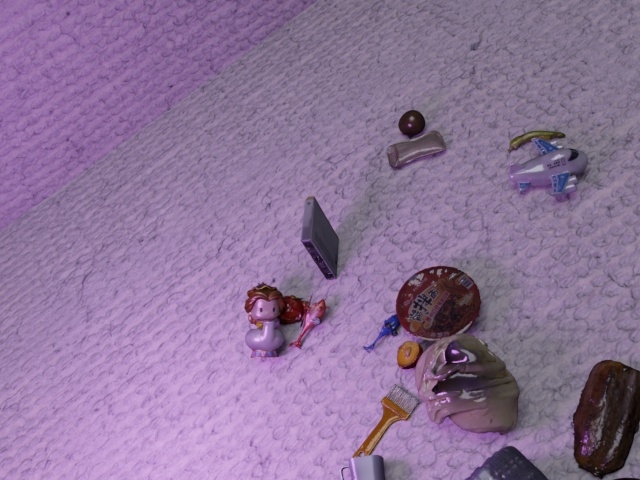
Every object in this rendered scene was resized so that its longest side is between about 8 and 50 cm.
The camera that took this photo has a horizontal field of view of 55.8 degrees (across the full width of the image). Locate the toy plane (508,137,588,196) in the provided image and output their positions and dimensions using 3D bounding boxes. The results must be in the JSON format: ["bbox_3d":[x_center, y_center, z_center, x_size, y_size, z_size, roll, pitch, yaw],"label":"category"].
[{"bbox_3d":[0.786,-0.253,2.092,0.266,0.123,0.267,-9,54,13],"label":"toy plane"}]

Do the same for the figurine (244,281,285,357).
[{"bbox_3d":[-0.195,0.271,2.086,0.142,0.189,0.264,2,79,-23],"label":"figurine"}]

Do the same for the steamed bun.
[{"bbox_3d":[0.415,0.402,1.734,0.319,0.206,0.275,13,61,26],"label":"steamed bun"}]

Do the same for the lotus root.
[{"bbox_3d":[0.768,0.465,1.620,0.167,0.078,0.330,12,62,31],"label":"lotus root"}]

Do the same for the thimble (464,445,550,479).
[{"bbox_3d":[0.469,0.660,1.538,0.236,0.205,0.172,-26,51,-28],"label":"thimble"}]

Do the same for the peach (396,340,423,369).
[{"bbox_3d":[0.288,0.365,1.898,0.098,0.061,0.098,-37,37,34],"label":"peach"}]

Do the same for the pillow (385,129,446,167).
[{"bbox_3d":[0.375,-0.363,2.394,0.232,0.038,0.131,-18,49,10],"label":"pillow"}]

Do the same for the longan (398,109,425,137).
[{"bbox_3d":[0.369,-0.470,2.441,0.113,0.092,0.114,4,102,19],"label":"longan"}]

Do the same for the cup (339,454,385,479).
[{"bbox_3d":[0.121,0.683,1.722,0.128,0.095,0.130,-13,59,12],"label":"cup"}]

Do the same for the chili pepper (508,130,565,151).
[{"bbox_3d":[0.790,-0.382,2.230,0.208,0.043,0.049,-15,40,12],"label":"chili pepper"}]

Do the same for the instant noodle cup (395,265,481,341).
[{"bbox_3d":[0.384,0.217,1.947,0.273,0.091,0.274,-11,54,15],"label":"instant noodle cup"}]

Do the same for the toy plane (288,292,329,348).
[{"bbox_3d":[-0.042,0.287,2.077,0.077,0.126,0.194,29,67,6],"label":"toy plane"}]

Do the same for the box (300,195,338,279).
[{"bbox_3d":[0.000,0.000,2.148,0.045,0.270,0.211,-8,56,19],"label":"box"}]

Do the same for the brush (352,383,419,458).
[{"bbox_3d":[0.184,0.570,1.834,0.103,0.013,0.272,29,72,36],"label":"brush"}]

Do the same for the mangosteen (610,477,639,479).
[{"bbox_3d":[0.701,0.676,1.360,0.293,0.297,0.297,37,74,5],"label":"mangosteen"}]

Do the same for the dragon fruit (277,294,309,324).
[{"bbox_3d":[-0.114,0.244,2.155,0.126,0.068,0.112,3,61,25],"label":"dragon fruit"}]

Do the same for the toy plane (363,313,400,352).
[{"bbox_3d":[0.208,0.302,1.994,0.167,0.054,0.062,-47,27,-14],"label":"toy plane"}]
